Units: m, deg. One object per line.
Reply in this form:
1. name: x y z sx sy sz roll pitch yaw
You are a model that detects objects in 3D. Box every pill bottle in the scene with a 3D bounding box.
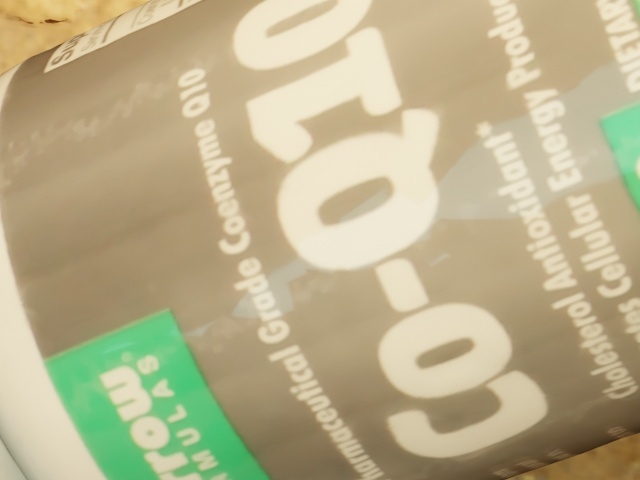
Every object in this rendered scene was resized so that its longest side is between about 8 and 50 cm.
1. pill bottle: 0.000 0.000 0.602 0.361 0.204 0.204 -23 93 17
